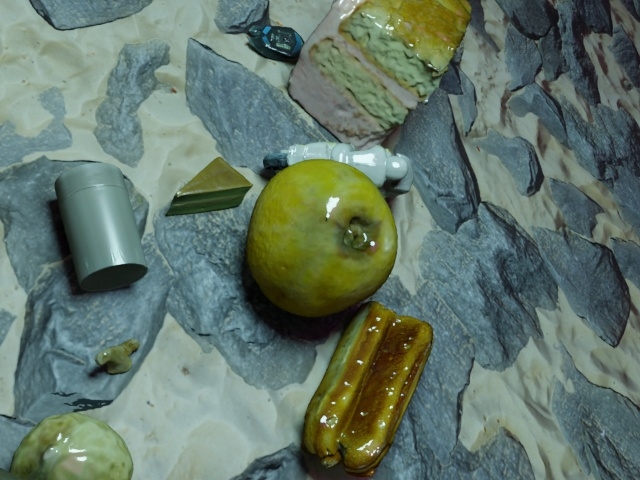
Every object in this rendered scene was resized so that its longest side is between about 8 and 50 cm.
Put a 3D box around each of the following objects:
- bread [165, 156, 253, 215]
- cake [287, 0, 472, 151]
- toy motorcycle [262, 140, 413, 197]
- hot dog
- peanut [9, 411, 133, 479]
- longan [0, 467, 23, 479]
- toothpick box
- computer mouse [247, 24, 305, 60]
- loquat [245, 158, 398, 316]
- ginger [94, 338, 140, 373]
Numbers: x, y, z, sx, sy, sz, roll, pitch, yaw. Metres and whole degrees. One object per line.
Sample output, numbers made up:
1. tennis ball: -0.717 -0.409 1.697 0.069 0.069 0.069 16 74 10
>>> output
1. bread: -0.200 -0.074 1.287 0.084 0.074 0.139 41 47 -1
2. cake: 0.126 -0.411 1.563 0.293 0.307 0.314 38 48 -3
3. toy motorcycle: 0.065 -0.137 1.412 0.341 0.223 0.107 6 87 -32
4. hot dog: 0.083 0.252 1.240 0.158 0.117 0.348 24 46 7
5. peanut: -0.325 0.302 0.949 0.159 0.109 0.140 41 58 -21
6. longan: -0.395 0.397 0.693 0.404 0.404 0.336 44 12 -2
7. toothpick box: -0.347 -0.022 1.134 0.111 0.111 0.180 -6 67 -36
8. computer mouse: -0.100 -0.438 1.602 0.135 0.047 0.079 10 64 -18
9. loquat: 0.000 0.000 1.255 0.275 0.275 0.274 16 54 -24
10. ginger: -0.310 0.178 1.086 0.030 0.048 0.097 13 12 20
